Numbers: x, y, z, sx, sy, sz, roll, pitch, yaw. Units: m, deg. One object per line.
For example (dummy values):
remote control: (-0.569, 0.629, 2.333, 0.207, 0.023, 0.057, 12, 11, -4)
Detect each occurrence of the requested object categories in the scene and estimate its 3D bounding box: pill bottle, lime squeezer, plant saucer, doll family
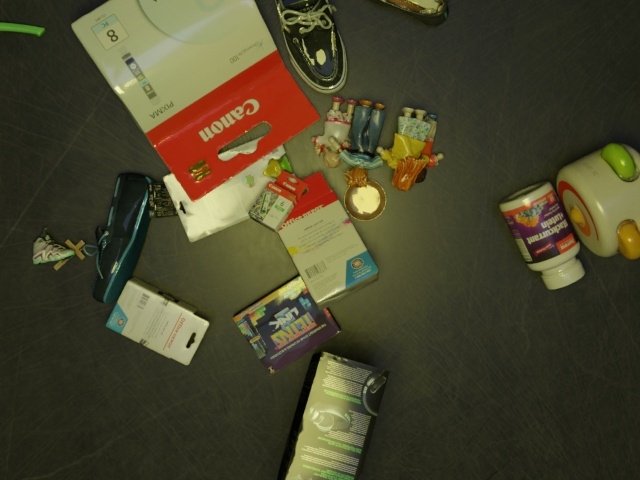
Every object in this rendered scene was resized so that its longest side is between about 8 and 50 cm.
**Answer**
pill bottle: (0.435, -0.008, 1.492, 0.108, 0.108, 0.193, -27, 95, 2)
lime squeezer: (-0.689, -0.461, 1.468, 0.310, 0.059, 0.110, 38, 94, -3)
plant saucer: (0.089, -0.081, 1.529, 0.083, 0.015, 0.083, 0, 96, 0)
doll family: (0.112, -0.177, 1.467, 0.263, 0.118, 0.163, 10, 95, -2)

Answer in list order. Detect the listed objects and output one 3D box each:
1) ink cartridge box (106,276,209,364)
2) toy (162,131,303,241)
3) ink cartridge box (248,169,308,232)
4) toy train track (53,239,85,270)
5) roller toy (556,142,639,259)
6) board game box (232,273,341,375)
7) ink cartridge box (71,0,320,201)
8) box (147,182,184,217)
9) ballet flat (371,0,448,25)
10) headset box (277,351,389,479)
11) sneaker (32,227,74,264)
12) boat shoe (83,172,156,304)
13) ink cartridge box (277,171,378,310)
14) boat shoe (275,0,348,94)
ink cartridge box: (-0.317, 0.160, 1.526, 0.180, 0.060, 0.104, 28, 94, -3)
toy: (-0.169, -0.105, 1.504, 0.237, 0.056, 0.137, -23, 96, -4)
ink cartridge box: (-0.079, -0.078, 1.454, 0.063, 0.029, 0.115, 30, 78, 15)
toy train track: (-0.500, 0.029, 1.537, 0.083, 0.014, 0.048, -41, 94, 11)
roller toy: (0.539, -0.071, 1.444, 0.146, 0.191, 0.209, -26, 93, 2)
board game box: (-0.066, 0.164, 1.535, 0.170, 0.048, 0.141, -33, 94, 3)
ink cartridge box: (-0.224, -0.314, 1.436, 0.308, 0.091, 0.385, -34, 91, -8)
box: (-0.299, -0.079, 1.494, 0.018, 0.083, 0.067, 2, 98, 31)
ballet flat: (0.153, -0.473, 1.466, 0.203, 0.074, 0.074, 25, 95, -2)
headset box: (0.014, 0.360, 1.424, 0.131, 0.246, 0.283, 17, 79, -1)
sneaker: (-0.530, 0.008, 1.513, 0.098, 0.038, 0.069, -9, 89, 21)
boat shoe: (-0.395, -0.006, 1.503, 0.089, 0.109, 0.258, 18, 79, 5)
ink cartridge box: (0.000, 0.000, 1.479, 0.134, 0.078, 0.231, -27, 73, -3)
boat shoe: (-0.025, -0.427, 1.451, 0.113, 0.105, 0.306, -15, 95, 1)
